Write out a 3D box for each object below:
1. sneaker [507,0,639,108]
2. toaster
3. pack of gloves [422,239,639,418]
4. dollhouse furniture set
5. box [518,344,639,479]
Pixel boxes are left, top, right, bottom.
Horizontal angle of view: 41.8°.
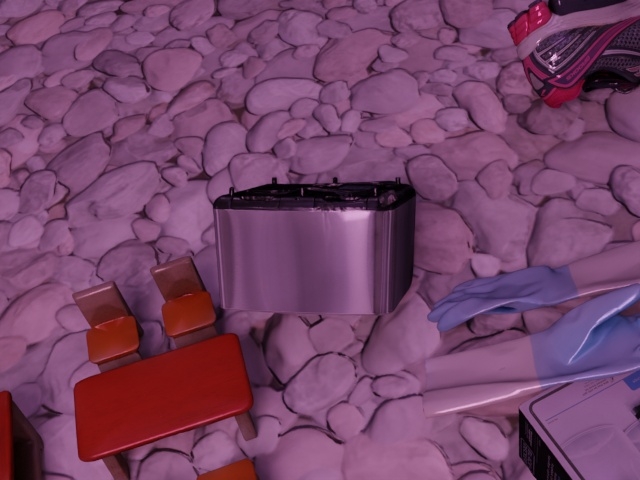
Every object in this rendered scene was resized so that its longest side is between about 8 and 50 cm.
[{"bbox_3d":[0.356,-0.226,0.949,0.299,0.121,0.112,-15,83,-14],"label":"sneaker"},{"bbox_3d":[0.000,0.000,0.779,0.168,0.110,0.186,0,8,13],"label":"toaster"},{"bbox_3d":[0.194,0.051,0.704,0.232,0.046,0.195,-16,23,14],"label":"pack of gloves"},{"bbox_3d":[-0.186,0.149,0.712,0.259,0.135,0.262,-18,48,-3],"label":"dollhouse furniture set"},{"bbox_3d":[0.289,0.207,0.586,0.169,0.087,0.290,-25,49,-8],"label":"box"}]
